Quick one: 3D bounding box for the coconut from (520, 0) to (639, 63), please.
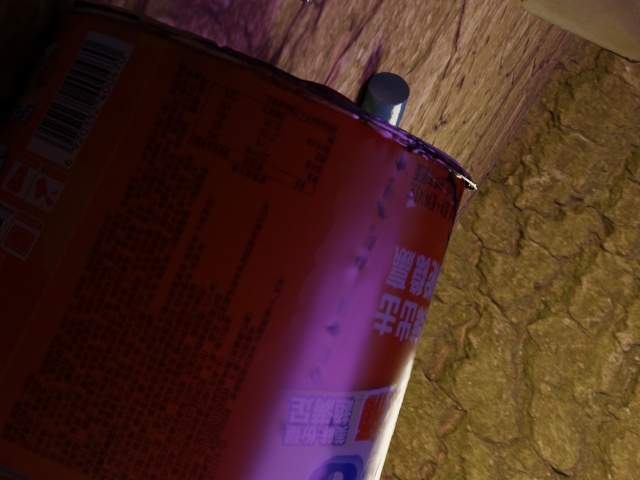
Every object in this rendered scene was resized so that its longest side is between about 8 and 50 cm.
[{"bbox_3d":[0.359,-0.344,1.315,0.323,0.323,0.323,-55,169,-17],"label":"coconut"}]

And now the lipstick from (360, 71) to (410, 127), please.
[{"bbox_3d":[0.060,-0.120,1.363,0.048,0.048,0.158,-51,167,-34],"label":"lipstick"}]

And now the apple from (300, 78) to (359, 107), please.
[{"bbox_3d":[-0.022,-0.050,0.979,0.163,0.139,0.163,-41,164,-15],"label":"apple"}]

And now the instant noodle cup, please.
[{"bbox_3d":[-0.064,0.019,0.635,0.214,0.296,0.296,-66,169,1],"label":"instant noodle cup"}]
